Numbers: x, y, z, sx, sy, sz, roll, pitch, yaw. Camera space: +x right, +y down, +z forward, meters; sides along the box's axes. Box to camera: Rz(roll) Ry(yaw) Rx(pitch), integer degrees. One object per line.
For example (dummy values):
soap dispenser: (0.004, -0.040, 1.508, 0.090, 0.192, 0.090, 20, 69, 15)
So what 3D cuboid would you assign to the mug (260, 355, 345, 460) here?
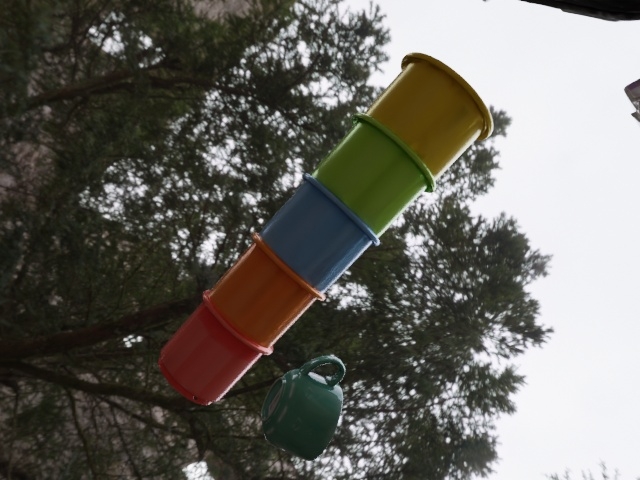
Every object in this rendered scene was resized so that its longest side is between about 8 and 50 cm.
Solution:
mug: (-0.034, 0.267, 0.805, 0.097, 0.129, 0.157, 28, -123, -13)

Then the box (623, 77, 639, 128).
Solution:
box: (0.317, -0.120, 0.206, 0.324, 0.067, 0.063, -28, -153, 32)

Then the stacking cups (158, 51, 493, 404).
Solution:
stacking cups: (0.000, 0.000, 0.401, 0.096, 0.096, 0.316, 42, -87, 20)

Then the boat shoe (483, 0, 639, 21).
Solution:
boat shoe: (0.190, -0.291, 0.484, 0.306, 0.113, 0.105, 27, -113, 10)
